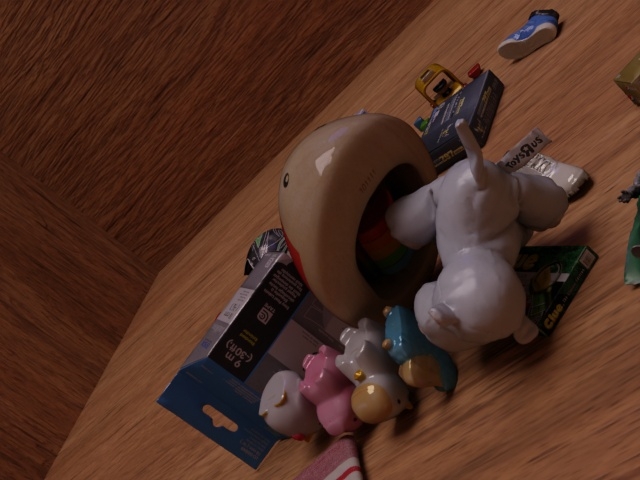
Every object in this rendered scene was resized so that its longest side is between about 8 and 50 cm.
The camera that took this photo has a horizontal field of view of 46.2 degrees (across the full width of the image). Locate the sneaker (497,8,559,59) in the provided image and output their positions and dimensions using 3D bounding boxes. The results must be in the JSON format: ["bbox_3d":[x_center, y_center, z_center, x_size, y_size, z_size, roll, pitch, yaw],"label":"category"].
[{"bbox_3d":[0.476,-0.473,1.707,0.152,0.058,0.084,-21,38,51],"label":"sneaker"}]

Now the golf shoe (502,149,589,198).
[{"bbox_3d":[0.347,-0.108,1.188,0.069,0.086,0.176,-50,17,-7],"label":"golf shoe"}]

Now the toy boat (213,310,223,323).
[{"bbox_3d":[-0.122,0.220,1.627,0.267,0.148,0.318,-63,23,-7],"label":"toy boat"}]

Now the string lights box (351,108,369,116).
[{"bbox_3d":[0.089,-0.217,2.030,0.077,0.133,0.259,-26,29,56],"label":"string lights box"}]

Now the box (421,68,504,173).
[{"bbox_3d":[0.306,-0.259,1.681,0.183,0.059,0.232,-31,25,46],"label":"box"}]

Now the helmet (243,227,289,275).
[{"bbox_3d":[-0.110,0.050,1.915,0.169,0.169,0.161,-61,3,-33],"label":"helmet"}]

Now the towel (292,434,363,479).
[{"bbox_3d":[-0.015,0.437,1.021,0.237,0.037,0.329,-45,18,11],"label":"towel"}]

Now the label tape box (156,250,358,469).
[{"bbox_3d":[-0.089,0.221,1.332,0.333,0.240,0.106,-55,18,-13],"label":"label tape box"}]

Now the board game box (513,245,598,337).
[{"bbox_3d":[0.274,0.067,1.091,0.136,0.030,0.260,-52,16,-15],"label":"board game box"}]

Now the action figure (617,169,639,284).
[{"bbox_3d":[0.423,-0.060,0.931,0.137,0.063,0.232,-41,15,39],"label":"action figure"}]

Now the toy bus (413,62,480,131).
[{"bbox_3d":[0.303,-0.385,1.892,0.202,0.104,0.191,-28,27,54],"label":"toy bus"}]

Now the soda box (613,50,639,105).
[{"bbox_3d":[0.535,-0.288,1.130,0.181,0.061,0.058,-48,17,7],"label":"soda box"}]

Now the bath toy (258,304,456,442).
[{"bbox_3d":[0.043,0.233,1.160,0.348,0.129,0.151,-35,32,41],"label":"bath toy"}]

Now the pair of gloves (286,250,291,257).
[{"bbox_3d":[0.000,0.000,1.523,0.240,0.042,0.204,-42,20,17],"label":"pair of gloves"}]

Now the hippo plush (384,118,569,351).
[{"bbox_3d":[0.230,0.026,0.988,0.294,0.234,0.236,129,142,-62],"label":"hippo plush"}]

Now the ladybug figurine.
[{"bbox_3d":[0.064,-0.026,1.197,0.162,0.449,0.305,21,68,32],"label":"ladybug figurine"}]
